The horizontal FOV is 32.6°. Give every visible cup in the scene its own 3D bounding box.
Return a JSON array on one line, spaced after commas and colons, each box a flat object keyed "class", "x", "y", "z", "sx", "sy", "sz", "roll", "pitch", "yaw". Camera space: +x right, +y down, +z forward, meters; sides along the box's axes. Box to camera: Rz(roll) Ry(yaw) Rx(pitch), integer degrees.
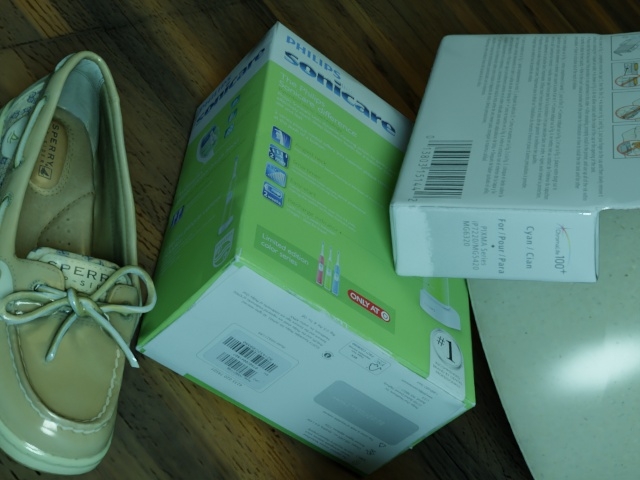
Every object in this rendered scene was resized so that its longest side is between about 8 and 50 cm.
[{"class": "cup", "x": 0.287, "y": 0.061, "z": 0.895, "sx": 0.331, "sy": 0.237, "sz": 0.331, "roll": 50, "pitch": 28, "yaw": -39}]

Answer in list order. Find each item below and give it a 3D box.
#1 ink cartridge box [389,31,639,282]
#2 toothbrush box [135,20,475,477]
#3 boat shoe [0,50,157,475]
[{"class": "ink cartridge box", "x": 0.203, "y": -0.076, "z": 0.823, "sx": 0.296, "sy": 0.261, "sz": 0.066, "roll": -68, "pitch": 155, "yaw": -54}, {"class": "toothbrush box", "x": 0.000, "y": 0.000, "z": 0.830, "sx": 0.206, "sy": 0.122, "sz": 0.283, "roll": 33, "pitch": 37, "yaw": -23}, {"class": "boat shoe", "x": -0.162, "y": 0.002, "z": 0.673, "sx": 0.104, "sy": 0.089, "sz": 0.285, "roll": 17, "pitch": 45, "yaw": -38}]
